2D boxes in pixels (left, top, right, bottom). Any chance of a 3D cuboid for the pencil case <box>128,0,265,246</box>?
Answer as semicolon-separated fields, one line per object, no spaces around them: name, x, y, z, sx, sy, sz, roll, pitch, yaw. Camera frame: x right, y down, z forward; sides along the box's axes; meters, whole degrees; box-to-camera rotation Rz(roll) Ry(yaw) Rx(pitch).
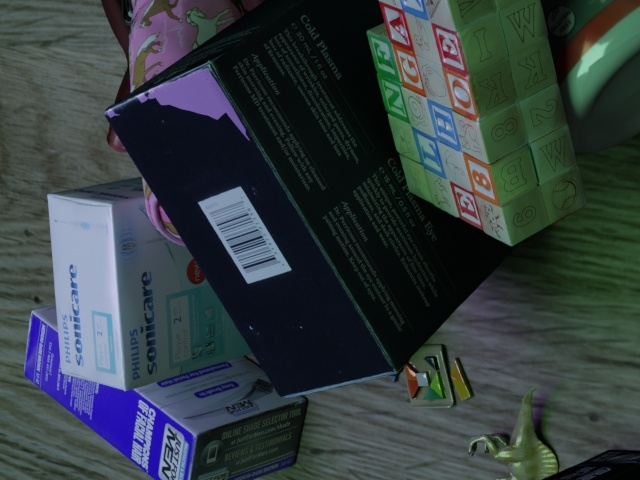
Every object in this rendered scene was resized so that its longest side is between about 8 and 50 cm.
pencil case;-0.125;-0.175;1.859;0.160;0.167;0.386;-20;53;14

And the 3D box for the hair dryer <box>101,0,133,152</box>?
hair dryer;-0.227;-0.251;2.129;0.224;0.080;0.293;33;117;55

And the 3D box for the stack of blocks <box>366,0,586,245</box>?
stack of blocks;0.122;-0.162;1.457;0.171;0.087;0.297;34;147;55

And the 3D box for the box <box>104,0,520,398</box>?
box;0.019;-0.075;1.653;0.179;0.312;0.343;-18;107;47

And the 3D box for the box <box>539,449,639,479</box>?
box;0.274;0.300;1.641;0.078;0.180;0.147;-5;95;47

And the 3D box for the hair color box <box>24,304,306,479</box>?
hair color box;-0.202;0.187;2.106;0.339;0.185;0.110;30;120;39

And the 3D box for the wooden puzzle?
wooden puzzle;0.120;0.156;1.888;0.116;0.014;0.078;-18;86;47

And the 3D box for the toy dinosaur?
toy dinosaur;0.213;0.229;1.796;0.093;0.053;0.183;5;111;30

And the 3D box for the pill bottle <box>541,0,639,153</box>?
pill bottle;0.200;-0.275;1.559;0.363;0.210;0.210;53;132;24

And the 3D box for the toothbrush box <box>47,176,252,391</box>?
toothbrush box;-0.161;0.032;1.945;0.126;0.296;0.216;9;105;45
